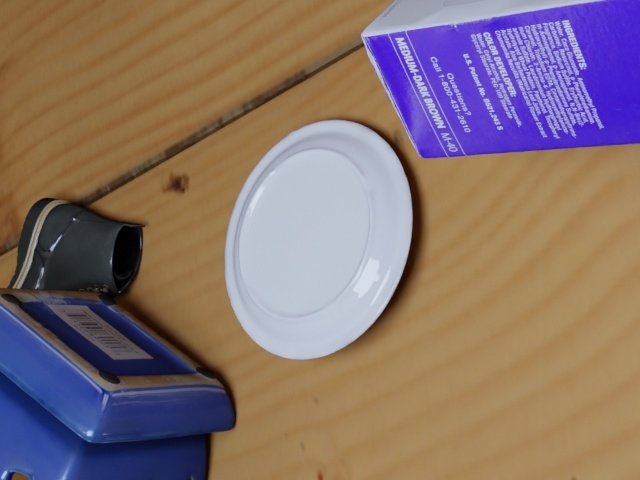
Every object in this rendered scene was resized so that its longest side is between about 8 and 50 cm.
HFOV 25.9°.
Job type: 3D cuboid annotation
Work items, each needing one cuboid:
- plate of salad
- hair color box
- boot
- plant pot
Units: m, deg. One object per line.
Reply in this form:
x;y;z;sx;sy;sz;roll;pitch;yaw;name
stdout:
0.000;0.000;1.139;0.199;0.048;0.200;-13;69;37;plate of salad
0.214;-0.147;0.835;0.338;0.185;0.110;-2;126;45;hair color box
-0.241;0.064;1.354;0.137;0.076;0.198;11;96;39;boot
-0.229;0.171;1.210;0.236;0.236;0.212;33;104;29;plant pot
